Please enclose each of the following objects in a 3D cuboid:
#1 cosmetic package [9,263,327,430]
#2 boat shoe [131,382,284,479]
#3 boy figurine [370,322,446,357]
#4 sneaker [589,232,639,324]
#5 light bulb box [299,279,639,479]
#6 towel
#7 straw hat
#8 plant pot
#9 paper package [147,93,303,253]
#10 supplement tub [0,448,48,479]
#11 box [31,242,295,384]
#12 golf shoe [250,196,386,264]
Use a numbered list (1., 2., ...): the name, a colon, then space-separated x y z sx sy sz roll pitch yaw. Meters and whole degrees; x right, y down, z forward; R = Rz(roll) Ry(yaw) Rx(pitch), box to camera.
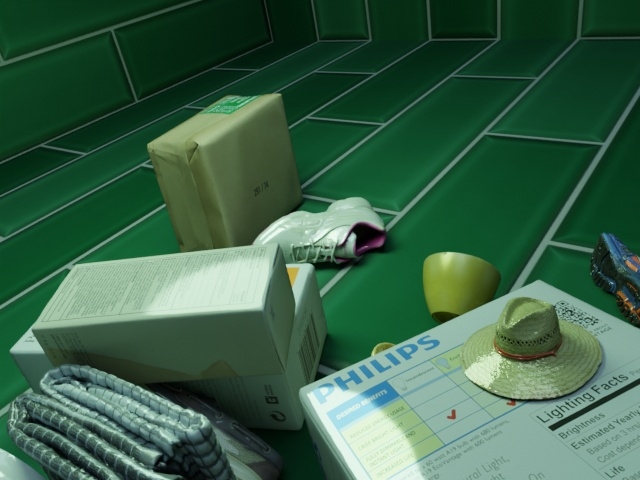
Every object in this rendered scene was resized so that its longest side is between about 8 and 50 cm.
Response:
1. cosmetic package: -0.236 0.169 0.942 0.453 0.161 0.230 -3 33 14
2. boat shoe: -0.178 0.265 0.788 0.285 0.103 0.092 29 34 20
3. boy figurine: 0.207 0.183 0.849 0.285 0.092 0.177 -5 34 3
4. sneaker: 0.537 0.064 0.961 0.087 0.083 0.221 2 37 -4
5. light bulb box: 0.219 0.255 0.557 0.358 0.225 0.361 -21 24 -15
6. towel: -0.225 0.291 0.673 0.284 0.235 0.121 11 41 33
7. straw hat: 0.211 0.091 0.570 0.144 0.061 0.144 -10 24 5
8. plant pot: 0.234 0.094 0.964 0.134 0.134 0.095 7 62 27
9. paper package: -0.207 -0.153 1.308 0.168 0.309 0.325 8 35 28
10. supplement tub: -0.427 0.395 0.573 0.228 0.228 0.316 4 34 23
11. box: -0.201 0.103 0.767 0.311 0.121 0.148 -5 35 10
12. golf shoe: 0.000 0.000 1.190 0.306 0.115 0.140 -22 36 -16
